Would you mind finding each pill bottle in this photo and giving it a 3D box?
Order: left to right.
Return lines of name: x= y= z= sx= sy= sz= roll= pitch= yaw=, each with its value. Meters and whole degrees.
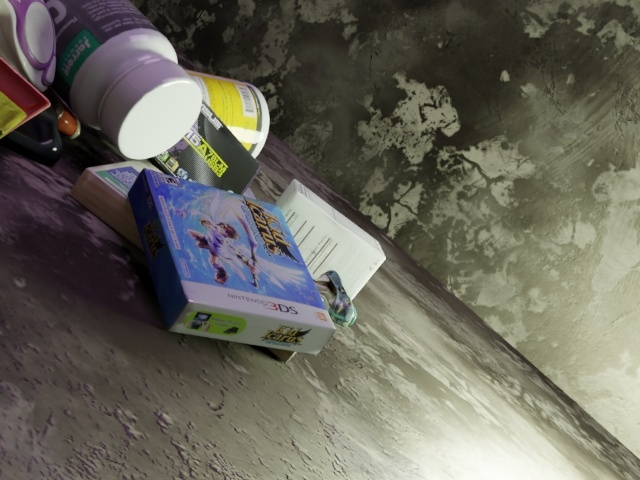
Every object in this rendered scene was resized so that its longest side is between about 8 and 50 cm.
pill bottle: x=-0.377 y=-0.320 z=1.422 sx=0.361 sy=0.204 sz=0.204 roll=46 pitch=12 yaw=20
pill bottle: x=-0.282 y=-0.254 z=1.679 sx=0.333 sy=0.188 sz=0.188 roll=2 pitch=34 yaw=-47

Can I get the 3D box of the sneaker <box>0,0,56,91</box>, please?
sneaker: x=-0.509 y=-0.350 z=1.240 sx=0.305 sy=0.152 sz=0.114 roll=64 pitch=31 yaw=-46

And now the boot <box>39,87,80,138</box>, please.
boot: x=-0.473 y=-0.231 z=1.428 sx=0.158 sy=0.059 sz=0.085 roll=44 pitch=-3 yaw=34

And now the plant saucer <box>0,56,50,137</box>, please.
plant saucer: x=-0.509 y=-0.220 z=1.065 sx=0.259 sy=0.047 sz=0.258 roll=44 pitch=21 yaw=-13

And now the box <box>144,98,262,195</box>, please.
box: x=-0.218 y=-0.144 z=1.536 sx=0.191 sy=0.045 sz=0.184 roll=49 pitch=49 yaw=-21

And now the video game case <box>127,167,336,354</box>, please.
video game case: x=-0.127 y=0.028 z=1.166 sx=0.244 sy=0.061 sz=0.270 roll=16 pitch=34 yaw=-39

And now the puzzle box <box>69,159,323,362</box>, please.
puzzle box: x=-0.180 y=0.017 z=1.323 sx=0.408 sy=0.052 sz=0.272 roll=38 pitch=11 yaw=0

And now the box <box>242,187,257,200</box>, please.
box: x=-0.174 y=-0.065 z=1.686 sx=0.100 sy=0.060 sz=0.244 roll=32 pitch=12 yaw=-27

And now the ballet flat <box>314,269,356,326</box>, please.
ballet flat: x=0.015 y=0.103 z=1.610 sx=0.070 sy=0.070 sz=0.188 roll=33 pitch=8 yaw=-25

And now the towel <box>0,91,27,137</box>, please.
towel: x=-0.479 y=-0.224 z=1.034 sx=0.237 sy=0.021 sz=0.102 roll=42 pitch=22 yaw=-16

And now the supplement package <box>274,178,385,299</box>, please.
supplement package: x=0.000 y=0.000 z=1.795 sx=0.244 sy=0.134 sz=0.139 roll=36 pitch=10 yaw=-11

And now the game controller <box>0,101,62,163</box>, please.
game controller: x=-0.520 y=-0.217 z=1.202 sx=0.319 sy=0.067 sz=0.167 roll=29 pitch=28 yaw=-40
